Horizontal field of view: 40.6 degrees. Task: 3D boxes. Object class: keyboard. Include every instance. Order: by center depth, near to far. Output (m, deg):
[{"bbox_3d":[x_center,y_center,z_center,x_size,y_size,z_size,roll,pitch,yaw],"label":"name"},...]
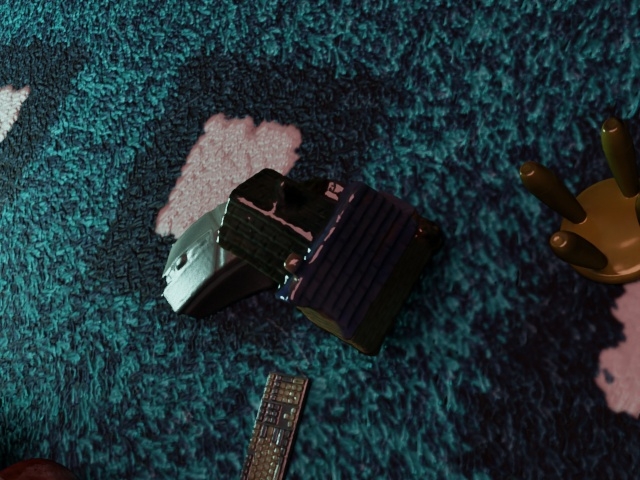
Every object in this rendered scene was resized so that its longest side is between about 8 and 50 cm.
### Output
[{"bbox_3d":[-0.056,0.231,0.940,0.055,0.014,0.176,4,69,34],"label":"keyboard"}]

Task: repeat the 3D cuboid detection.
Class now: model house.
[{"bbox_3d":[0.000,0.000,0.892,0.183,0.172,0.166,28,86,27],"label":"model house"}]

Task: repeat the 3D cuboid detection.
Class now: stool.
[{"bbox_3d":[0.258,-0.029,0.787,0.134,0.110,0.135,19,78,41],"label":"stool"}]

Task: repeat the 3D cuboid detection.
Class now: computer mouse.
[{"bbox_3d":[-0.120,0.009,1.064,0.231,0.071,0.126,-26,54,24],"label":"computer mouse"}]

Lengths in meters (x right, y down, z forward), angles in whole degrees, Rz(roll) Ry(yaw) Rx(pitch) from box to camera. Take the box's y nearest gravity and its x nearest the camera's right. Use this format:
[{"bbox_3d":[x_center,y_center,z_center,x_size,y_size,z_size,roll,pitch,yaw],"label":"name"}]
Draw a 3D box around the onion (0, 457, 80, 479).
[{"bbox_3d":[-0.317,0.347,0.991,0.195,0.159,0.159,35,89,13],"label":"onion"}]
